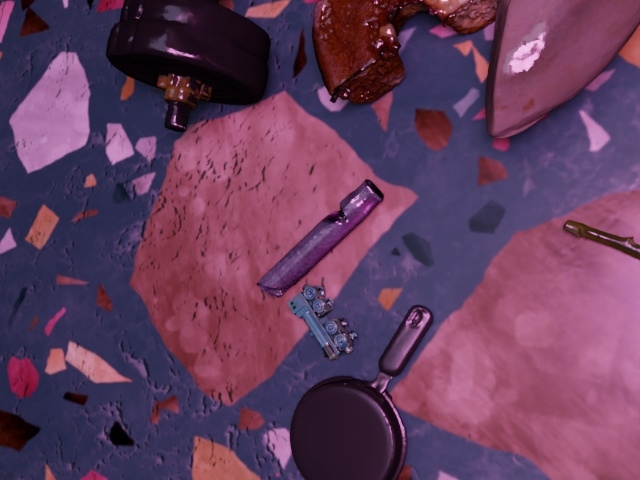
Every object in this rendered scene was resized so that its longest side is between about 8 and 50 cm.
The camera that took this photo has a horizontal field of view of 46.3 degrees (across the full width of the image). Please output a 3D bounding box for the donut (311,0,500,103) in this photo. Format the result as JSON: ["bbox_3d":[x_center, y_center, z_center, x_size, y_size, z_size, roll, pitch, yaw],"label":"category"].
[{"bbox_3d":[0.092,-0.247,0.797,0.217,0.085,0.141,-28,73,18],"label":"donut"}]

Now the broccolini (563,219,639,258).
[{"bbox_3d":[0.324,0.005,0.688,0.194,0.054,0.052,0,102,26],"label":"broccolini"}]

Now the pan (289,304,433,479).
[{"bbox_3d":[0.049,0.170,0.793,0.136,0.028,0.235,32,97,24],"label":"pan"}]

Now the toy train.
[{"bbox_3d":[0.002,0.090,0.826,0.045,0.029,0.092,-41,70,22],"label":"toy train"}]

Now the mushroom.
[{"bbox_3d":[0.261,-0.245,0.698,0.350,0.128,0.128,-48,68,9],"label":"mushroom"}]

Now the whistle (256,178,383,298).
[{"bbox_3d":[0.000,0.000,0.835,0.176,0.033,0.033,-44,69,13],"label":"whistle"}]

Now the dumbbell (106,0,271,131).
[{"bbox_3d":[-0.123,-0.314,0.847,0.185,0.185,0.387,11,88,25],"label":"dumbbell"}]
